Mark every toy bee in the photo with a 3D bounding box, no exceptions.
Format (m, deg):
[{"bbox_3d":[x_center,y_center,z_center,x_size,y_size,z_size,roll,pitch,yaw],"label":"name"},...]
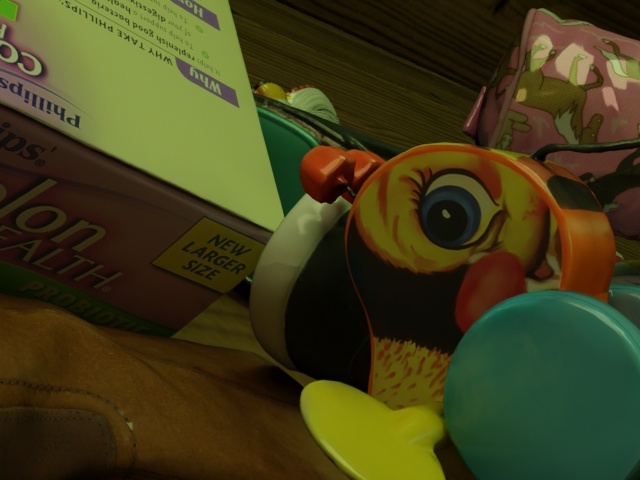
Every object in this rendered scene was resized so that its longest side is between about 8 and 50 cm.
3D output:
[{"bbox_3d":[0.063,0.031,0.461,0.162,0.298,0.195,19,-12,29],"label":"toy bee"}]

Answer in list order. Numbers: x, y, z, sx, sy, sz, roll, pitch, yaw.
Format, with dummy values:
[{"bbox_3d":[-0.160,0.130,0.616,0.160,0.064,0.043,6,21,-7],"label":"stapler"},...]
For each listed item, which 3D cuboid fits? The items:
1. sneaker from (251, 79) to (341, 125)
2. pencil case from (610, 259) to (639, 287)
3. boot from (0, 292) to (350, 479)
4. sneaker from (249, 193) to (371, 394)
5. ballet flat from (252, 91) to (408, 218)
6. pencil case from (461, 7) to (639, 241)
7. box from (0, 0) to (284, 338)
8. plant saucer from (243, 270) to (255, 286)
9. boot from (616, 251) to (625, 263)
[{"bbox_3d":[-0.025,-0.080,1.131,0.093,0.088,0.225,50,17,6],"label":"sneaker"},{"bbox_3d":[0.211,0.078,0.880,0.114,0.124,0.273,67,23,5],"label":"pencil case"},{"bbox_3d":[-0.077,0.088,0.437,0.280,0.096,0.264,26,4,-39],"label":"boot"},{"bbox_3d":[0.075,0.062,0.601,0.147,0.105,0.296,34,-5,27],"label":"sneaker"},{"bbox_3d":[0.016,-0.025,0.788,0.280,0.095,0.096,22,14,17],"label":"ballet flat"},{"bbox_3d":[0.294,-0.046,0.901,0.386,0.167,0.160,17,52,3],"label":"pencil case"},{"bbox_3d":[-0.149,-0.094,0.586,0.213,0.117,0.243,26,36,-41],"label":"box"},{"bbox_3d":[0.000,0.000,0.859,0.194,0.037,0.195,16,37,-12],"label":"plant saucer"},{"bbox_3d":[0.302,0.082,1.130,0.176,0.088,0.244,36,12,26],"label":"boot"}]
